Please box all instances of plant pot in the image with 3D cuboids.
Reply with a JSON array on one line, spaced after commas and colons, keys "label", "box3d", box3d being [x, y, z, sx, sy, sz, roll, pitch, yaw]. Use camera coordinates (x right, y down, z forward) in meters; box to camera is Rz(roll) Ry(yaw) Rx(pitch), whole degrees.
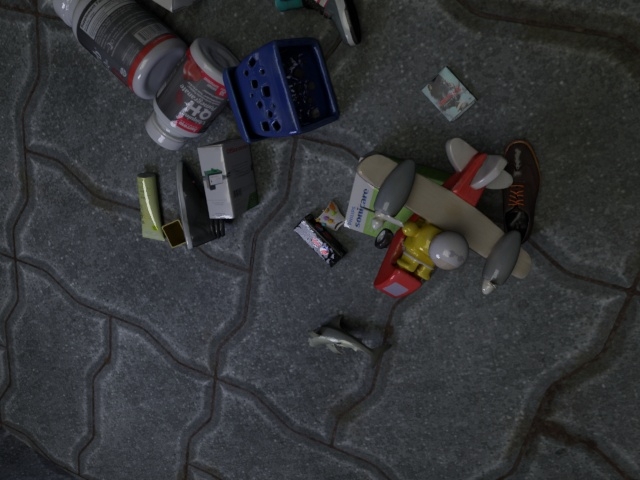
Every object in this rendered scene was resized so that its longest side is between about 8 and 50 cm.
[{"label": "plant pot", "box3d": [-0.114, -0.394, 1.414, 0.212, 0.236, 0.235, -10, 105, 32]}, {"label": "plant pot", "box3d": [-0.465, -0.034, 1.766, 0.081, 0.083, 0.081, -20, 99, 27]}]

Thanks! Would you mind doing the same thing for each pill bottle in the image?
[{"label": "pill bottle", "box3d": [-0.377, -0.417, 1.537, 0.176, 0.176, 0.318, 49, 120, 0]}, {"label": "pill bottle", "box3d": [-0.582, -0.605, 1.535, 0.363, 0.210, 0.210, 42, 119, 4]}]

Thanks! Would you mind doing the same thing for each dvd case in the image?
[{"label": "dvd case", "box3d": [0.332, -0.376, 1.353, 0.119, 0.013, 0.087, 48, 119, -1]}]

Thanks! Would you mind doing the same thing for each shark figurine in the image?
[{"label": "shark figurine", "box3d": [0.074, 0.296, 1.661, 0.279, 0.116, 0.166, 9, 146, 28]}]

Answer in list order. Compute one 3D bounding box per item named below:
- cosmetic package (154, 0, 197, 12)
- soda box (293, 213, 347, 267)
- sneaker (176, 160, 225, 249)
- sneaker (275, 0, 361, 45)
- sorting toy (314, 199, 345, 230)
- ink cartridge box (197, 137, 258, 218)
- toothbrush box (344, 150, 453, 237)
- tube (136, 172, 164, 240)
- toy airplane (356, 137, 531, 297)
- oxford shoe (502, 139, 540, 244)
[{"label": "cosmetic package", "box3d": [-0.471, -0.777, 1.444, 0.296, 0.153, 0.129, 33, 140, 7]}, {"label": "soda box", "box3d": [0.000, 0.000, 1.604, 0.169, 0.053, 0.060, 45, 119, 2]}, {"label": "sneaker", "box3d": [-0.385, -0.123, 1.703, 0.147, 0.104, 0.295, -10, 76, -16]}, {"label": "sneaker", "box3d": [-0.021, -0.614, 1.346, 0.179, 0.124, 0.295, -20, 92, 22]}, {"label": "sorting toy", "box3d": [0.033, -0.065, 1.580, 0.075, 0.044, 0.083, 35, 120, -15]}, {"label": "ink cartridge box", "box3d": [-0.276, -0.192, 1.588, 0.093, 0.160, 0.219, 0, 108, 22]}, {"label": "toothbrush box", "box3d": [0.231, -0.103, 1.432, 0.284, 0.122, 0.206, 18, 114, 14]}, {"label": "tube", "box3d": [-0.588, -0.112, 1.805, 0.070, 0.062, 0.240, 40, 135, 52]}, {"label": "toy airplane", "box3d": [0.295, -0.038, 1.206, 0.387, 0.272, 0.384, -9, 117, 5]}, {"label": "oxford shoe", "box3d": [0.507, -0.116, 1.327, 0.097, 0.098, 0.271, -2, 108, 23]}]
